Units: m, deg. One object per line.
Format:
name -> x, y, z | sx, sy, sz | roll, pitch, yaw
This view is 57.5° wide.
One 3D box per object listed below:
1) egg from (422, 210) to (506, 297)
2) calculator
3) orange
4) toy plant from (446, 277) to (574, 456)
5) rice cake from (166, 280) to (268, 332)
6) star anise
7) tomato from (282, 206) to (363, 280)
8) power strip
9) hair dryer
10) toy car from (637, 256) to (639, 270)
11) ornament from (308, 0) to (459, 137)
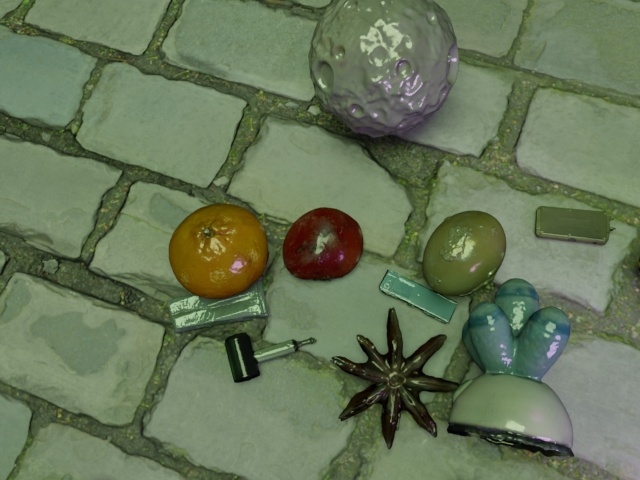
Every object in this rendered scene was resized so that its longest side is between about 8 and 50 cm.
egg -> 0.304, 0.027, 1.243 | 0.164, 0.164, 0.201 | 38, 85, 16
calculator -> 0.214, 0.124, 1.291 | 0.172, 0.018, 0.057 | 25, 77, 13
orange -> -0.222, 0.020, 1.275 | 0.220, 0.193, 0.219 | 3, 43, -2
toy plant -> 0.378, 0.231, 1.136 | 0.247, 0.247, 0.332 | 8, 71, 9
rice cake -> -0.234, 0.151, 1.318 | 0.226, 0.040, 0.084 | -11, 71, 2
star anise -> 0.150, 0.283, 1.207 | 0.289, 0.088, 0.288 | 1, 81, -6
tomato -> 0.000, 0.000, 1.312 | 0.190, 0.099, 0.173 | -2, 73, 7
power strip -> 0.568, -0.034, 1.301 | 0.169, 0.028, 0.076 | 7, 72, 10
hair dryer -> -0.105, 0.238, 1.277 | 0.198, 0.057, 0.100 | -14, 71, -8
toy car -> 0.776, 0.021, 1.199 | 0.248, 0.204, 0.198 | -15, 48, 0
ornament -> 0.150, -0.401, 1.301 | 0.337, 0.337, 0.336 | -2, 72, 5
